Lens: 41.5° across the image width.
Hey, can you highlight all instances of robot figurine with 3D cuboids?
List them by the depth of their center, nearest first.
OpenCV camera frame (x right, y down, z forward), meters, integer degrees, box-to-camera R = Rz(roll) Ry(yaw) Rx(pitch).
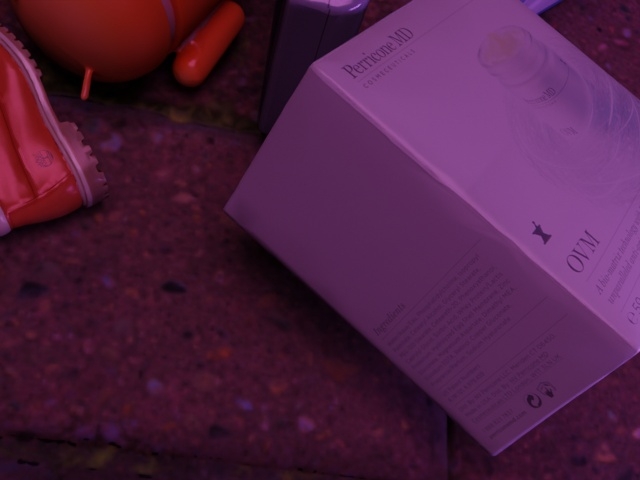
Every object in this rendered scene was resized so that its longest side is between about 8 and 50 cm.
[{"bbox_3d":[-0.129,-0.200,0.589,0.128,0.158,0.219,23,59,20],"label":"robot figurine"}]

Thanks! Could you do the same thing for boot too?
[{"bbox_3d":[-0.213,-0.077,0.549,0.084,0.059,0.158,-30,78,-21],"label":"boot"}]

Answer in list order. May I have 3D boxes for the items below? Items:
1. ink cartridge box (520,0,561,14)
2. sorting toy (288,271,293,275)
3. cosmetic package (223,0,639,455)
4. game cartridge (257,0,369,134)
[{"bbox_3d":[0.143,-0.410,0.752,0.270,0.151,0.395,-33,80,-27],"label":"ink cartridge box"},{"bbox_3d":[0.000,0.000,0.589,0.102,0.042,0.061,42,45,19],"label":"sorting toy"},{"bbox_3d":[0.104,-0.035,0.543,0.224,0.138,0.224,41,44,6],"label":"cosmetic package"},{"bbox_3d":[0.006,-0.232,0.603,0.062,0.198,0.297,12,64,-11],"label":"game cartridge"}]
